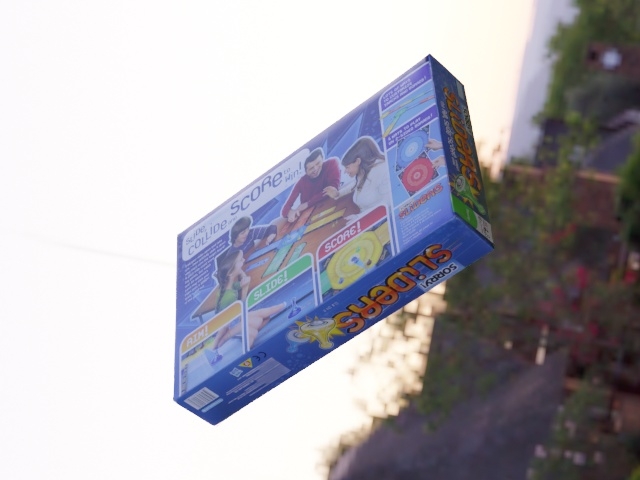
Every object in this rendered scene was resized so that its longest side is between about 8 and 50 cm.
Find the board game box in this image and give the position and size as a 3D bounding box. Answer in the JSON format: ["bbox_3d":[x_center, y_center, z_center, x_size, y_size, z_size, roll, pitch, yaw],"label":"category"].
[{"bbox_3d":[0.000,0.000,0.858,0.035,0.201,0.136,37,-148,-33],"label":"board game box"}]
